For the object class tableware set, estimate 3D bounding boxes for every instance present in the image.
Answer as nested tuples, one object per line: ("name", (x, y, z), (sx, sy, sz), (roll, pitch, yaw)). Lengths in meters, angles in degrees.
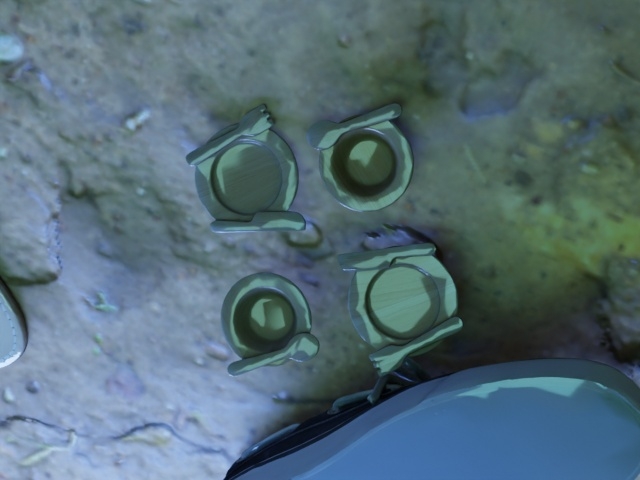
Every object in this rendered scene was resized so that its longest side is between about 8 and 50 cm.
("tableware set", (0.000, 0.000, 0.904), (0.141, 0.020, 0.169), (-13, 91, 16))

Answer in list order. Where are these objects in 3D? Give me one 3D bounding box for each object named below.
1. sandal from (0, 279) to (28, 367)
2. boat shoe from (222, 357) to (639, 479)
("sandal", (-0.289, 0.008, 0.973), (0.088, 0.079, 0.240), (-34, 102, 26))
("boat shoe", (0.057, 0.127, 0.926), (0.306, 0.105, 0.113), (-31, 108, 32))
